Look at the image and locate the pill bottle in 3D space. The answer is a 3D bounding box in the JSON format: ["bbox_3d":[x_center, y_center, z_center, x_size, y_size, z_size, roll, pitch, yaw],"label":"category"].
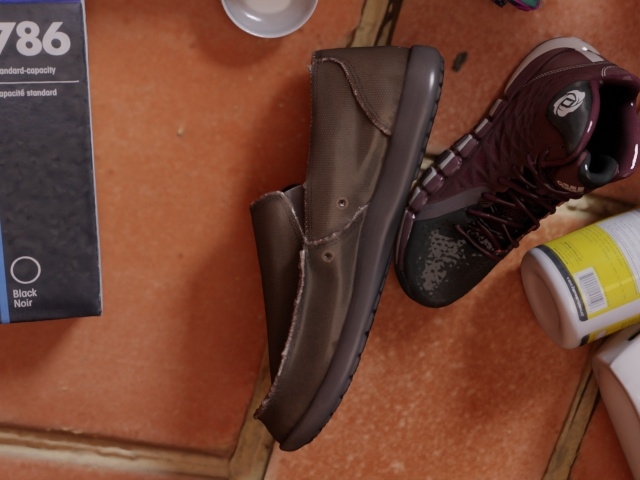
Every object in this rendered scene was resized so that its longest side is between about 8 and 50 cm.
[{"bbox_3d":[0.293,0.026,0.921,0.184,0.103,0.103,-21,113,-6],"label":"pill bottle"}]

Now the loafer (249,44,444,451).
[{"bbox_3d":[0.000,0.000,0.840,0.130,0.134,0.366,17,95,5],"label":"loafer"}]

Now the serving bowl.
[{"bbox_3d":[-0.044,-0.209,0.791,0.083,0.027,0.083,-5,110,-13],"label":"serving bowl"}]

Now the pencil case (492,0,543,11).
[{"bbox_3d":[0.200,-0.264,0.814,0.070,0.064,0.152,41,96,-7],"label":"pencil case"}]

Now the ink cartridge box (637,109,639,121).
[{"bbox_3d":[0.414,-0.160,0.890,0.160,0.092,0.219,22,103,-20],"label":"ink cartridge box"}]

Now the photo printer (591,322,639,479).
[{"bbox_3d":[0.431,0.172,1.006,0.256,0.107,0.308,-29,113,-3],"label":"photo printer"}]

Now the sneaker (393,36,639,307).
[{"bbox_3d":[0.173,-0.044,0.832,0.106,0.162,0.281,28,100,-21],"label":"sneaker"}]

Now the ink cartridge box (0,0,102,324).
[{"bbox_3d":[-0.263,-0.094,0.759,0.165,0.065,0.333,-4,109,-12],"label":"ink cartridge box"}]
